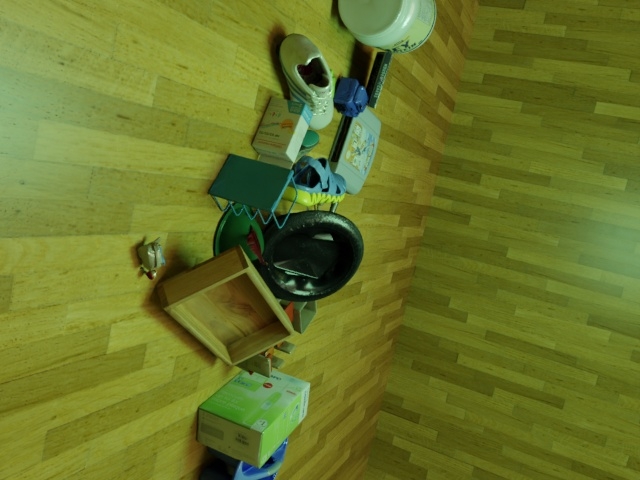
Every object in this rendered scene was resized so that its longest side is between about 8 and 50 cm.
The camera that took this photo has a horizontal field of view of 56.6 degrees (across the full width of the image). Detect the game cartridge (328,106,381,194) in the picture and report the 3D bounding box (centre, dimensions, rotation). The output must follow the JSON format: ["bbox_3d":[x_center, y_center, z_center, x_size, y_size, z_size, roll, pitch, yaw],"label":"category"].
[{"bbox_3d":[0.120,-0.319,2.056,0.198,0.062,0.297,27,79,-50],"label":"game cartridge"}]

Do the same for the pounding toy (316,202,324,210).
[{"bbox_3d":[-0.004,-0.044,1.934,0.181,0.094,0.206,18,88,-68],"label":"pounding toy"}]

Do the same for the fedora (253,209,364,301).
[{"bbox_3d":[-0.046,0.018,1.696,0.334,0.152,0.334,-13,128,-18],"label":"fedora"}]

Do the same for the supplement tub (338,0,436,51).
[{"bbox_3d":[0.206,-0.706,1.814,0.325,0.235,0.236,-23,125,-63],"label":"supplement tub"}]

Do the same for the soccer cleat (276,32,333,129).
[{"bbox_3d":[-0.019,-0.391,1.573,0.116,0.143,0.331,-40,146,-8],"label":"soccer cleat"}]

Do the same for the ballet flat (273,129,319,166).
[{"bbox_3d":[-0.075,-0.258,1.679,0.068,0.072,0.213,-56,171,36],"label":"ballet flat"}]

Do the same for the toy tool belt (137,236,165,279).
[{"bbox_3d":[-0.340,0.037,1.226,0.051,0.052,0.083,-42,143,-40],"label":"toy tool belt"}]

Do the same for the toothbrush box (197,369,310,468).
[{"bbox_3d":[-0.185,0.488,1.697,0.283,0.206,0.122,-28,129,-60],"label":"toothbrush box"}]

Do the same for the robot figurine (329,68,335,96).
[{"bbox_3d":[0.008,-0.442,1.734,0.101,0.067,0.115,-37,138,-55],"label":"robot figurine"}]

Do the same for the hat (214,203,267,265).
[{"bbox_3d":[-0.148,0.013,1.497,0.208,0.183,0.173,-59,153,-35],"label":"hat"}]

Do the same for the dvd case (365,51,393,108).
[{"bbox_3d":[0.188,-0.542,1.994,0.239,0.029,0.179,-93,-161,-73],"label":"dvd case"}]

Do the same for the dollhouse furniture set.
[{"bbox_3d":[-0.144,0.279,1.751,0.259,0.135,0.262,-48,146,-49],"label":"dollhouse furniture set"}]

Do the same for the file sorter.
[{"bbox_3d":[-0.155,-0.113,1.421,0.104,0.170,0.118,74,37,-59],"label":"file sorter"}]

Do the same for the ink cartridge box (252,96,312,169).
[{"bbox_3d":[-0.104,-0.268,1.526,0.181,0.104,0.061,-70,158,-12],"label":"ink cartridge box"}]

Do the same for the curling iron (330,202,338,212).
[{"bbox_3d":[0.089,-0.221,2.122,0.068,0.035,0.274,36,70,-67],"label":"curling iron"}]

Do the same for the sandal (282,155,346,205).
[{"bbox_3d":[0.000,-0.187,1.802,0.317,0.126,0.138,-22,129,-66],"label":"sandal"}]

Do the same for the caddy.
[{"bbox_3d":[-0.209,0.661,1.794,0.341,0.179,0.241,5,99,-68],"label":"caddy"}]

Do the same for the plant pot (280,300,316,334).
[{"bbox_3d":[-0.080,0.219,1.922,0.109,0.096,0.109,-52,150,-44],"label":"plant pot"}]

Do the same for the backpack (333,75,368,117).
[{"bbox_3d":[0.102,-0.451,1.918,0.098,0.101,0.120,-63,160,-10],"label":"backpack"}]

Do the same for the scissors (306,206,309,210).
[{"bbox_3d":[0.000,0.000,1.838,0.109,0.021,0.297,-33,131,-35],"label":"scissors"}]

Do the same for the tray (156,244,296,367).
[{"bbox_3d":[-0.212,0.174,1.452,0.202,0.076,0.411,-26,149,-2],"label":"tray"}]
